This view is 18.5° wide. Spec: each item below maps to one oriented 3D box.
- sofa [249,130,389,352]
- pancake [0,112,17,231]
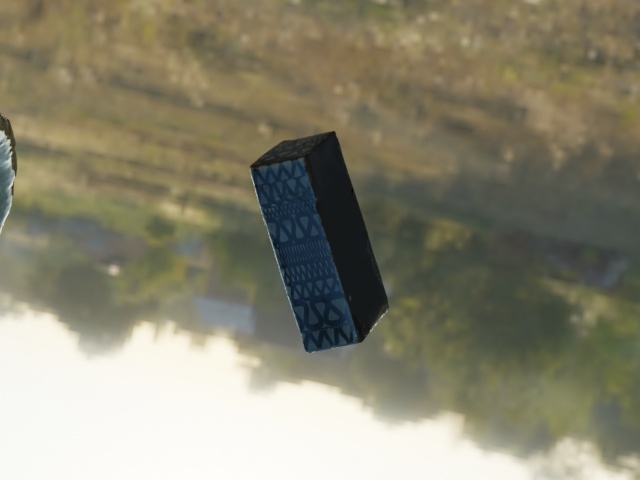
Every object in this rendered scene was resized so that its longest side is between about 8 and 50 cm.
[{"bbox_3d":[0.000,0.000,1.149,0.039,0.118,0.060,-11,-165,25],"label":"sofa"},{"bbox_3d":[-0.222,0.009,1.056,0.021,0.199,0.199,28,-178,14],"label":"pancake"}]
